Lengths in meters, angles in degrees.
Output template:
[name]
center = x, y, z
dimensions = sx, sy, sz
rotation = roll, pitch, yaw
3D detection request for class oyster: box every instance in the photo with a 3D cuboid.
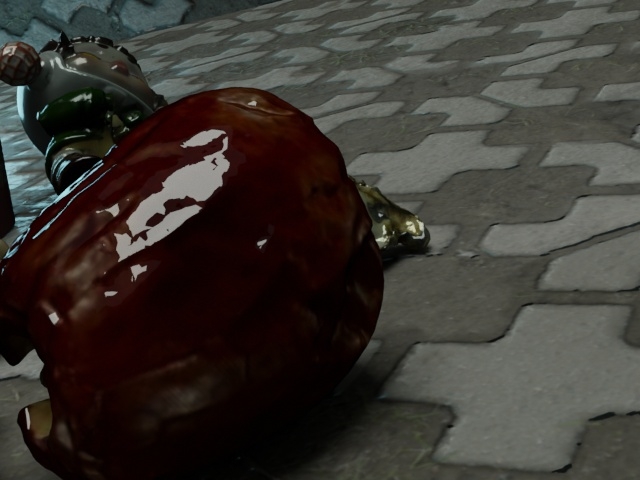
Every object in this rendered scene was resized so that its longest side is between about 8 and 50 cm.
[oyster]
center = 0.000, 0.000, 0.934
dimensions = 0.191, 0.081, 0.163
rotation = 7, 48, 8

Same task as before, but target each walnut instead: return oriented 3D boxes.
[walnut]
center = -0.094, 0.036, 0.701
dimensions = 0.269, 0.221, 0.244
rotation = -32, -5, -25

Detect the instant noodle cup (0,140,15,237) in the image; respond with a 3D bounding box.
[instant noodle cup]
center = -0.470, -0.080, 1.235
dimensions = 0.235, 0.178, 0.235
rotation = -11, 21, 4

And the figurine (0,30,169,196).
[figurine]
center = -0.279, -0.137, 1.299
dimensions = 0.281, 0.167, 0.370
rotation = 26, 19, -28

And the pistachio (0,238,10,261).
[pistachio]
center = -0.364, 0.052, 0.894
dimensions = 0.215, 0.144, 0.144
rotation = -25, 23, -16
